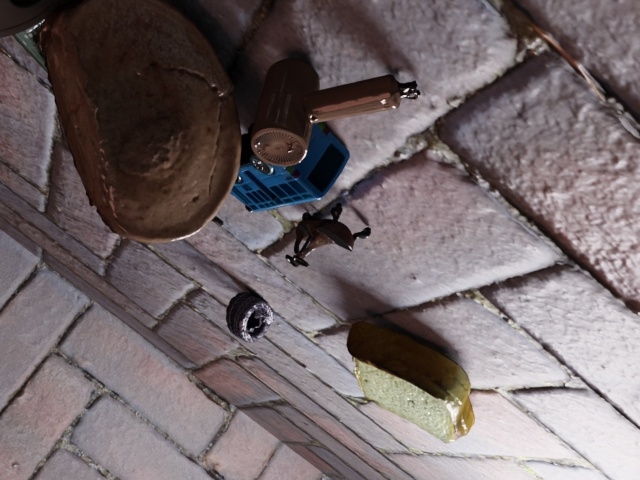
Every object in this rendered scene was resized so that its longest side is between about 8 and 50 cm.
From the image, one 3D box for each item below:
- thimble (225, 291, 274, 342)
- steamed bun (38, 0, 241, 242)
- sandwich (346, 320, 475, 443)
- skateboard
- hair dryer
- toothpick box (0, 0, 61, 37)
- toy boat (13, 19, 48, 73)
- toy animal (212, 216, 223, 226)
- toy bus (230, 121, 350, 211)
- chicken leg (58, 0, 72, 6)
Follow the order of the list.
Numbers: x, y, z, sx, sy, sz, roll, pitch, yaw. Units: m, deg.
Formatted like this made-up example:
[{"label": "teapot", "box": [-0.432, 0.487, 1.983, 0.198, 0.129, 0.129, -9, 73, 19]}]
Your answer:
[{"label": "thimble", "box": [-0.155, 0.164, 1.650, 0.066, 0.095, 0.104, 23, 169, 33]}, {"label": "steamed bun", "box": [-0.211, -0.158, 0.957, 0.251, 0.199, 0.301, 17, 123, 66]}, {"label": "sandwich", "box": [0.166, 0.255, 1.388, 0.226, 0.087, 0.251, 26, 158, 26]}, {"label": "skateboard", "box": [0.000, 0.000, 1.125, 0.067, 0.080, 0.151, 38, 161, -21]}, {"label": "hair dryer", "box": [0.018, -0.147, 0.817, 0.182, 0.117, 0.064, -6, 143, 23]}, {"label": "toothpick box", "box": [-0.375, -0.369, 0.751, 0.229, 0.229, 0.316, 34, 157, 3]}, {"label": "toy boat", "box": [-0.397, -0.308, 1.080, 0.085, 0.078, 0.260, 39, 166, 43]}, {"label": "toy animal", "box": [-0.284, -0.114, 1.300, 0.269, 0.082, 0.137, 47, 156, -25]}, {"label": "toy bus", "box": [-0.056, -0.097, 1.002, 0.106, 0.090, 0.185, 42, 156, -23]}, {"label": "chicken leg", "box": [-0.335, -0.304, 1.026, 0.178, 0.070, 0.093, 50, 176, -39]}]
